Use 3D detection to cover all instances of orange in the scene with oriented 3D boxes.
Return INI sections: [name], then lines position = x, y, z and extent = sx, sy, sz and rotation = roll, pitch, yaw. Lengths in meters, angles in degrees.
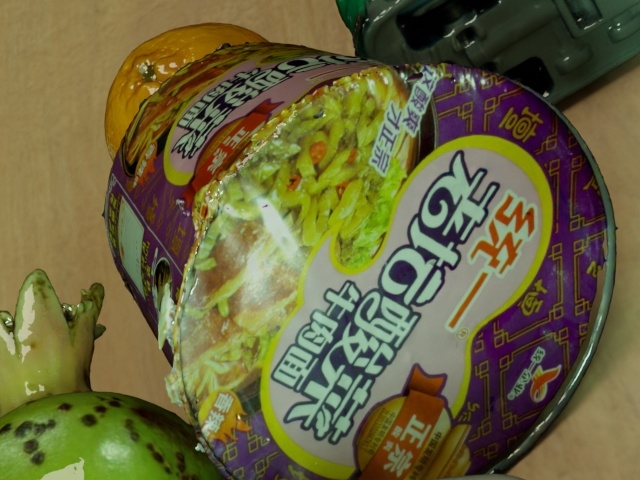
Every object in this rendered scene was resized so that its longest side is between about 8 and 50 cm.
[orange]
position = -0.104, -0.110, 1.702
extent = 0.178, 0.155, 0.177
rotation = -11, 39, 9

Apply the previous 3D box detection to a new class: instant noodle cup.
[instant noodle cup]
position = 0.000, 0.000, 1.403
extent = 0.340, 0.340, 0.266
rotation = -41, 32, -8

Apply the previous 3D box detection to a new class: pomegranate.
[pomegranate]
position = -0.168, 0.184, 1.390
extent = 0.231, 0.231, 0.286
rotation = -25, 44, 11

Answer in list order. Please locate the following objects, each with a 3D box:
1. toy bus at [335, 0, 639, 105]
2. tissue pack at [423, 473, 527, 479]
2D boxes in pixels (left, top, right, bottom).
[toy bus]
position = 0.173, -0.235, 1.606
extent = 0.343, 0.183, 0.199
rotation = -31, 36, 4
[tissue pack]
position = 0.028, 0.271, 1.166
extent = 0.333, 0.229, 0.236
rotation = -17, 35, 20
